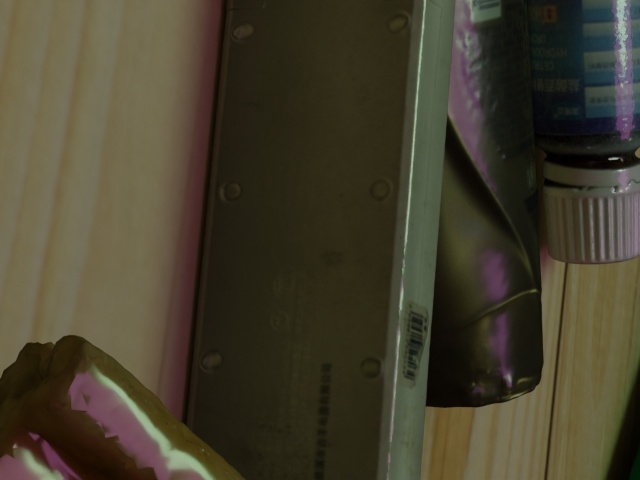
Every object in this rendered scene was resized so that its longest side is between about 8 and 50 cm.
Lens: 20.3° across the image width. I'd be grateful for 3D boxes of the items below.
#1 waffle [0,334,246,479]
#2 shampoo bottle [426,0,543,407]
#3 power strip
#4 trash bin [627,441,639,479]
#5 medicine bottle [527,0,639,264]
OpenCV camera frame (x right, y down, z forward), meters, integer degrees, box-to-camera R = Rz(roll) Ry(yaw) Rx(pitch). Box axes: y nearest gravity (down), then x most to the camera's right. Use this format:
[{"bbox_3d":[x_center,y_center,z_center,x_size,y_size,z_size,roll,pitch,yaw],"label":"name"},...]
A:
[{"bbox_3d":[-0.063,0.241,0.600,0.304,0.077,0.348,44,52,-27],"label":"waffle"},{"bbox_3d":[0.073,-0.079,0.988,0.125,0.084,0.350,-31,119,-58],"label":"shampoo bottle"},{"bbox_3d":[0.000,0.000,0.814,0.043,0.106,0.367,20,73,-62],"label":"power strip"},{"bbox_3d":[0.377,0.215,1.459,0.381,0.259,0.295,-55,139,-39],"label":"trash bin"},{"bbox_3d":[0.183,-0.088,1.213,0.083,0.083,0.203,-24,112,-62],"label":"medicine bottle"}]
